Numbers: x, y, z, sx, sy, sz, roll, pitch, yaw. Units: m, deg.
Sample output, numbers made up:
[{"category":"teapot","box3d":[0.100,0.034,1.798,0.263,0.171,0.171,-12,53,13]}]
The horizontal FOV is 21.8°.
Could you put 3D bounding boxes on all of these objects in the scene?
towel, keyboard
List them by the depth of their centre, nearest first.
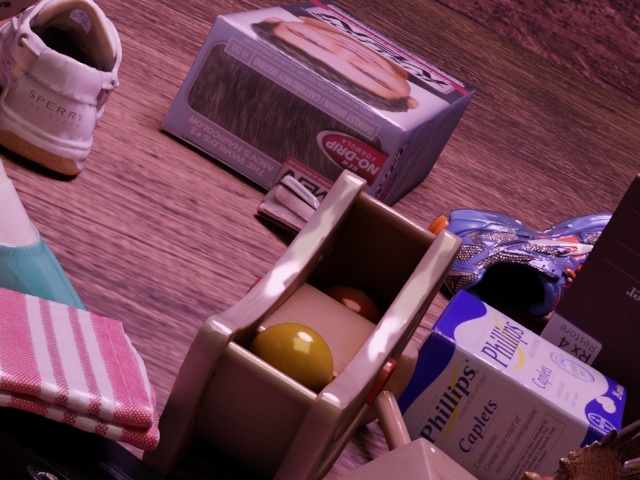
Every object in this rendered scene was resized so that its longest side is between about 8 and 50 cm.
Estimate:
[{"category":"keyboard","box3d":[-0.095,0.122,0.751,0.180,0.023,0.108,33,10,15]},{"category":"towel","box3d":[-0.175,0.047,0.782,0.197,0.029,0.144,17,9,-16]}]

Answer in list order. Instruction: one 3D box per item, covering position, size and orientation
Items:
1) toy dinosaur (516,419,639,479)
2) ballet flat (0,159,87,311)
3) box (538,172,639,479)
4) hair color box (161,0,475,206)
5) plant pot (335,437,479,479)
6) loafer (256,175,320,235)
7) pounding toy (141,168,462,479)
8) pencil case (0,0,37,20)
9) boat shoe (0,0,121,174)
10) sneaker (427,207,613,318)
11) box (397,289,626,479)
[{"category":"toy dinosaur","box3d":[0.216,0.197,0.893,0.295,0.127,0.200,35,9,-2]},{"category":"ballet flat","box3d":[-0.222,-0.030,0.875,0.247,0.087,0.083,27,16,-9]},{"category":"box","box3d":[0.268,0.073,1.199,0.168,0.203,0.167,34,17,18]},{"category":"hair color box","box3d":[0.013,-0.124,1.529,0.185,0.114,0.374,32,17,7]},{"category":"plant pot","box3d":[0.041,0.152,0.715,0.109,0.096,0.109,38,13,-15]},{"category":"loafer","box3d":[0.000,0.000,1.279,0.125,0.039,0.045,44,-12,33]},{"category":"pounding toy","box3d":[0.031,0.069,0.888,0.154,0.154,0.269,31,16,7]},{"category":"pencil case","box3d":[-0.312,-0.188,0.961,0.160,0.183,0.410,52,30,7]},{"category":"boat shoe","box3d":[-0.190,-0.138,1.248,0.098,0.096,0.277,23,17,-20]},{"category":"sneaker","box3d":[0.199,0.030,1.404,0.221,0.083,0.087,0,38,-8]},{"category":"box","box3d":[0.122,0.106,1.084,0.137,0.072,0.126,30,15,6]}]
